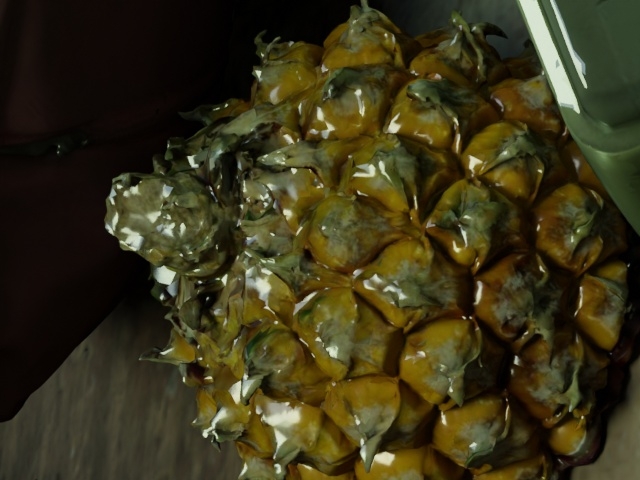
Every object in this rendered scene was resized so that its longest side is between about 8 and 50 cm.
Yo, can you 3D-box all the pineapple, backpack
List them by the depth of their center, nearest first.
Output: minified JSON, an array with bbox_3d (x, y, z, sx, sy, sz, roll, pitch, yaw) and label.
[{"bbox_3d":[-0.002,0.002,0.543,0.161,0.137,0.176,2,80,57],"label":"pineapple"},{"bbox_3d":[-0.134,-0.071,0.640,0.317,0.197,0.283,-82,-1,-72],"label":"backpack"}]

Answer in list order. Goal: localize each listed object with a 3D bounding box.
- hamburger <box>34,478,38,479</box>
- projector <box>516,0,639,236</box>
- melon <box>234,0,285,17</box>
[{"bbox_3d":[-0.204,0.208,0.640,0.445,0.287,0.268,-2,77,59],"label":"hamburger"},{"bbox_3d":[0.068,-0.135,0.449,0.088,0.193,0.269,-21,75,12],"label":"projector"},{"bbox_3d":[0.006,-0.160,0.683,0.182,0.054,0.098,-71,25,18],"label":"melon"}]
